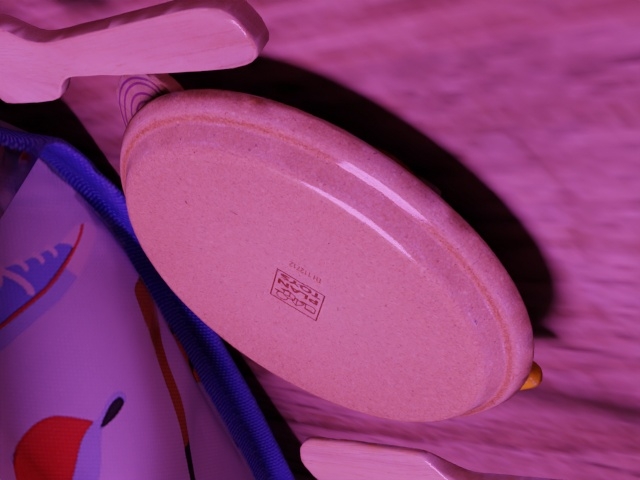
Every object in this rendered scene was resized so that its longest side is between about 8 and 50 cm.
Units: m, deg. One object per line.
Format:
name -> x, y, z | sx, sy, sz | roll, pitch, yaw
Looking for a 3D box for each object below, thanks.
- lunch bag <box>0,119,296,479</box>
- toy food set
lunch bag -> -0.211, 0.085, 0.609 | 0.328, 0.239, 0.385 | 9, 142, 23
toy food set -> 0.000, 0.000, 0.418 | 0.132, 0.038, 0.192 | 1, 138, 46
